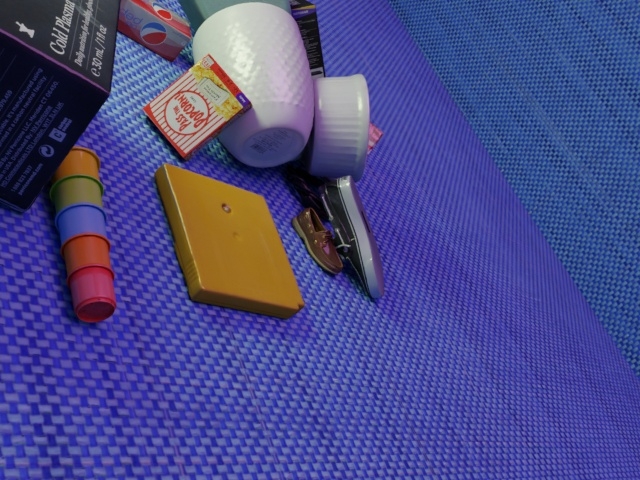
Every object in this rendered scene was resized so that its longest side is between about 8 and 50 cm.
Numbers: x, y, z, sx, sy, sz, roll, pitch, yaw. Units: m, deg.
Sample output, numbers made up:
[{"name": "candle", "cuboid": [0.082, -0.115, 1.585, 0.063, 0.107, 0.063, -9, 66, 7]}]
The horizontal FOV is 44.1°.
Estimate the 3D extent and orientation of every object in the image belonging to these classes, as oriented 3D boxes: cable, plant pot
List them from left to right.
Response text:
[{"name": "plant pot", "cuboid": [-0.207, -0.588, 2.125, 0.252, 0.247, 0.247, 67, -12, -17]}, {"name": "cable", "cuboid": [-0.016, -0.132, 2.048, 0.184, 0.047, 0.150, 47, 26, 2]}]

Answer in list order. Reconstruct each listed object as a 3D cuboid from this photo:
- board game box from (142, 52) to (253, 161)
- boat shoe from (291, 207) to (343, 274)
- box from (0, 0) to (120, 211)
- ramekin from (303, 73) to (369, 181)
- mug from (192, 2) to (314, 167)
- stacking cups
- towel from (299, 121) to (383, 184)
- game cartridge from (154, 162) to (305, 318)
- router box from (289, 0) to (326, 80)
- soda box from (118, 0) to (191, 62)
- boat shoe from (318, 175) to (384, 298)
[{"name": "board game box", "cuboid": [-0.270, -0.292, 1.741, 0.147, 0.193, 0.045, 49, -2, 6]}, {"name": "boat shoe", "cuboid": [0.000, 0.000, 1.874, 0.178, 0.060, 0.064, 56, 28, 17]}, {"name": "box", "cuboid": [-0.599, -0.377, 1.270, 0.471, 0.297, 0.480, 27, 33, -31]}, {"name": "ramekin", "cuboid": [0.035, -0.289, 2.033, 0.135, 0.277, 0.277, 0, 41, -9]}, {"name": "mug", "cuboid": [-0.132, -0.338, 1.949, 0.374, 0.276, 0.328, 45, 27, -59]}, {"name": "stacking cups", "cuboid": [-0.384, -0.010, 1.302, 0.096, 0.096, 0.316, 16, 41, -45]}, {"name": "towel", "cuboid": [0.037, -0.300, 2.250, 0.237, 0.037, 0.329, 44, 45, -10]}, {"name": "game cartridge", "cuboid": [-0.185, 0.006, 1.617, 0.285, 0.052, 0.324, 18, 41, -44]}, {"name": "router box", "cuboid": [-0.073, -0.574, 2.286, 0.309, 0.081, 0.243, -125, -158, -61]}, {"name": "soda box", "cuboid": [-0.450, -0.554, 1.945, 0.263, 0.092, 0.083, 26, 34, -36]}, {"name": "boat shoe", "cuboid": [0.071, 0.001, 1.927, 0.113, 0.105, 0.306, -40, 112, -74]}]
